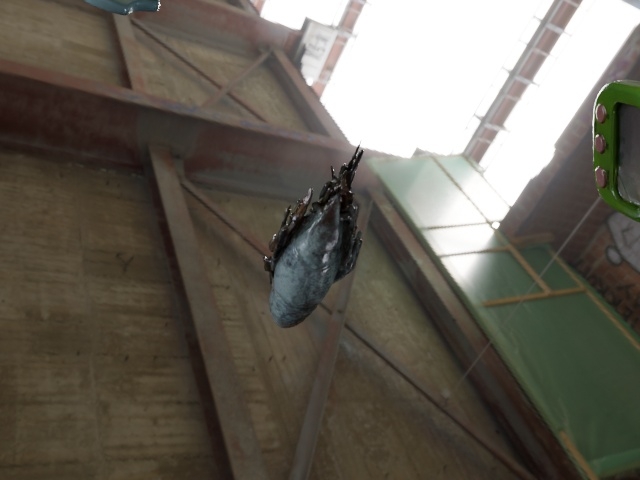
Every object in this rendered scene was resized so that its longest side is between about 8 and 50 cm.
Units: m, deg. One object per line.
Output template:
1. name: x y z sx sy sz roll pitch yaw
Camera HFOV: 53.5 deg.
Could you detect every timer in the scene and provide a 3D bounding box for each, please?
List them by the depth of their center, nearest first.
1. timer: 0.330 -0.094 0.662 0.047 0.140 0.128 -10 -160 -2

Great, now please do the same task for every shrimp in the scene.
1. shrimp: 0.000 0.000 0.617 0.090 0.233 0.079 15 -142 -14

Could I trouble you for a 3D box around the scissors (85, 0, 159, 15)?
1. scissors: -0.407 -0.398 0.898 0.360 0.029 0.191 8 -137 -19
